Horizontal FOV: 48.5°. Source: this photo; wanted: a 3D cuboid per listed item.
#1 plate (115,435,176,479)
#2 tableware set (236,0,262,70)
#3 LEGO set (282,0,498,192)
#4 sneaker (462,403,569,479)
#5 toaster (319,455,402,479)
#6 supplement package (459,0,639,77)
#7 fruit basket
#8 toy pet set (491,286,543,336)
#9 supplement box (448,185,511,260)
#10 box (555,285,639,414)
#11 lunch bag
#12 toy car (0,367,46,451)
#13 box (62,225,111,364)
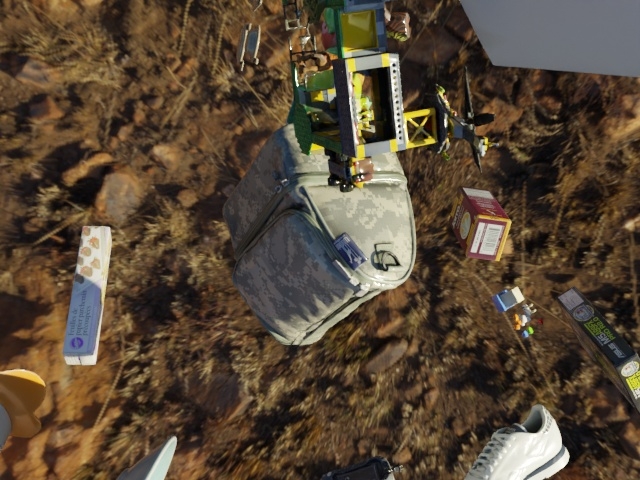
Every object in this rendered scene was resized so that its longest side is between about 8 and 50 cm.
[{"bbox_3d":[-0.142,0.211,0.453,0.024,0.188,0.188,24,90,0],"label":"plate"},{"bbox_3d":[-0.102,-0.343,1.090,0.020,0.141,0.168,9,106,-16],"label":"tableware set"},{"bbox_3d":[0.080,-0.230,0.757,0.192,0.255,0.331,-12,101,-17],"label":"LEGO set"},{"bbox_3d":[0.284,0.353,1.121,0.235,0.090,0.094,-29,106,-25],"label":"sneaker"},{"bbox_3d":[0.115,0.649,1.794,0.227,0.129,0.146,-20,109,0],"label":"toaster"},{"bbox_3d":[0.222,-0.239,0.510,0.145,0.262,0.204,-49,126,-11],"label":"supplement package"},{"bbox_3d":[0.030,-0.373,1.457,0.166,0.327,0.352,6,106,1],"label":"fruit basket"},{"bbox_3d":[0.452,0.173,1.673,0.065,0.122,0.114,-34,79,35],"label":"toy pet set"},{"bbox_3d":[0.368,-0.043,1.658,0.081,0.188,0.104,8,115,-7],"label":"supplement box"},{"bbox_3d":[0.695,0.264,1.727,0.060,0.270,0.216,-33,125,7],"label":"box"},{"bbox_3d":[0.000,0.000,1.062,0.213,0.305,0.255,-4,67,-31],"label":"lunch bag"},{"bbox_3d":[-0.317,0.160,0.561,0.238,0.219,0.210,-15,130,9],"label":"toy car"},{"bbox_3d":[-0.516,0.116,1.585,0.063,0.067,0.323,2,56,-8],"label":"box"}]
